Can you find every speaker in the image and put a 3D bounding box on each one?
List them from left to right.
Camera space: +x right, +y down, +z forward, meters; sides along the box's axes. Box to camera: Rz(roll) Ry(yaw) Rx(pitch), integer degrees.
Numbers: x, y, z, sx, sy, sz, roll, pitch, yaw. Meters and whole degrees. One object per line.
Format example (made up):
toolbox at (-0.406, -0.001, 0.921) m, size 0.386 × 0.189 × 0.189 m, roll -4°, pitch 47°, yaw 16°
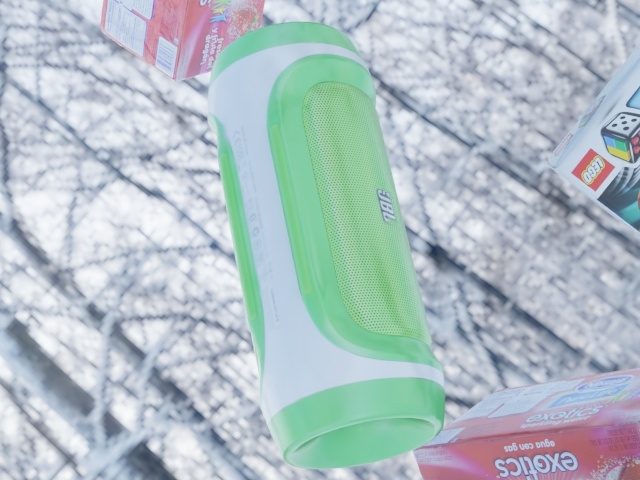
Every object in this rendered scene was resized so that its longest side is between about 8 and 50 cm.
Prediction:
speaker at (0.000, 0.000, 0.992) m, size 0.131 × 0.296 × 0.131 m, roll -10°, pitch -24°, yaw -5°

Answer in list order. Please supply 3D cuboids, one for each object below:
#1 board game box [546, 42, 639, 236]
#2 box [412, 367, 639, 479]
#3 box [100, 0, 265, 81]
board game box at (0.312, -0.108, 0.893) m, size 0.305 × 0.193 × 0.053 m, roll -53°, pitch 4°, yaw 10°
box at (0.219, 0.182, 1.146) m, size 0.257 × 0.122 × 0.128 m, roll -17°, pitch 8°, yaw 46°
box at (-0.154, -0.366, 1.735) m, size 0.142 × 0.154 × 0.300 m, roll -24°, pitch -42°, yaw -43°
